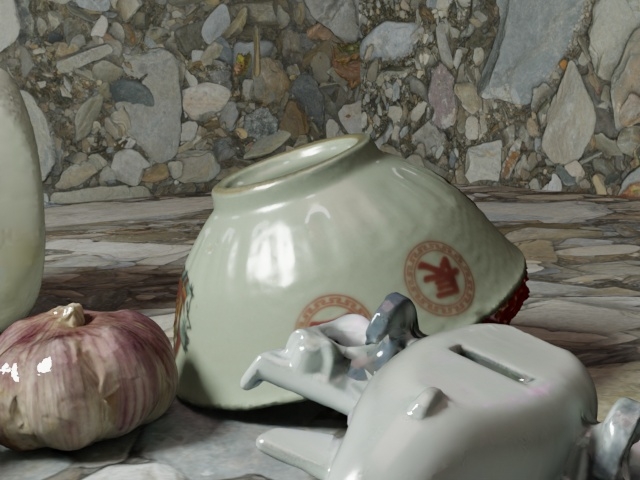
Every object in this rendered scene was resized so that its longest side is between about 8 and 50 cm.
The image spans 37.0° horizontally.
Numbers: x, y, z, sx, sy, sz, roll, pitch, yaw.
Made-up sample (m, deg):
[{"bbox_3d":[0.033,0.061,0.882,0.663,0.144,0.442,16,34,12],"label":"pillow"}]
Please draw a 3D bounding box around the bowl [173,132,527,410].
[{"bbox_3d":[0.000,0.000,0.853,0.337,0.158,0.337,-18,14,5],"label":"bowl"}]

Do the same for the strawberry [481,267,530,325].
[{"bbox_3d":[0.132,0.068,0.902,0.140,0.085,0.192,-17,12,5],"label":"strawberry"}]

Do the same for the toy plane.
[{"bbox_3d":[0.075,0.114,0.518,0.266,0.123,0.267,14,18,-5],"label":"toy plane"}]

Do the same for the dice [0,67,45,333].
[{"bbox_3d":[-0.498,-0.042,1.068,0.304,0.304,0.277,-7,11,-34],"label":"dice"}]

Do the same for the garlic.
[{"bbox_3d":[-0.184,0.100,0.735,0.147,0.102,0.159,6,12,37],"label":"garlic"}]
